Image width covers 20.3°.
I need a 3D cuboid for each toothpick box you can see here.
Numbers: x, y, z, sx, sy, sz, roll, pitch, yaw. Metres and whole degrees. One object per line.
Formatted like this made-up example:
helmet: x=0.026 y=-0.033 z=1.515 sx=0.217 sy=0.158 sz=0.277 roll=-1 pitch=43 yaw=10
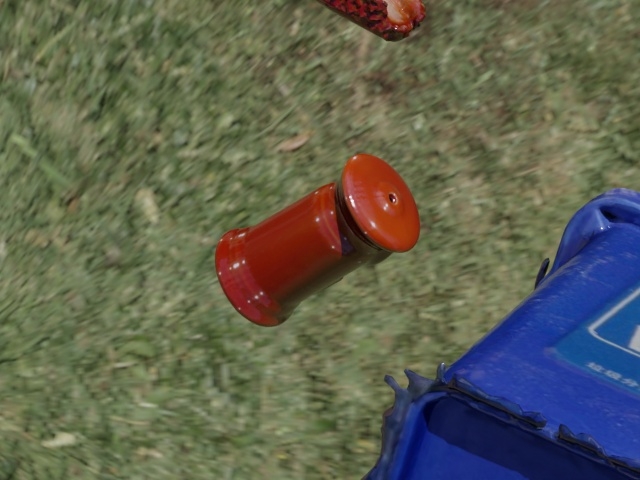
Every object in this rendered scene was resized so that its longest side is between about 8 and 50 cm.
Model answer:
toothpick box: x=0.000 y=0.000 z=0.746 sx=0.047 sy=0.083 sz=0.047 roll=31 pitch=45 yaw=-35

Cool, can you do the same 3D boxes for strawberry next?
strawberry: x=0.006 y=-0.189 z=1.191 sx=0.152 sy=0.048 sz=0.104 roll=55 pitch=33 yaw=10

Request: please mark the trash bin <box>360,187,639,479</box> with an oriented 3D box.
trash bin: x=0.105 y=0.098 z=0.604 sx=0.162 sy=0.234 sz=0.184 roll=23 pitch=108 yaw=21
